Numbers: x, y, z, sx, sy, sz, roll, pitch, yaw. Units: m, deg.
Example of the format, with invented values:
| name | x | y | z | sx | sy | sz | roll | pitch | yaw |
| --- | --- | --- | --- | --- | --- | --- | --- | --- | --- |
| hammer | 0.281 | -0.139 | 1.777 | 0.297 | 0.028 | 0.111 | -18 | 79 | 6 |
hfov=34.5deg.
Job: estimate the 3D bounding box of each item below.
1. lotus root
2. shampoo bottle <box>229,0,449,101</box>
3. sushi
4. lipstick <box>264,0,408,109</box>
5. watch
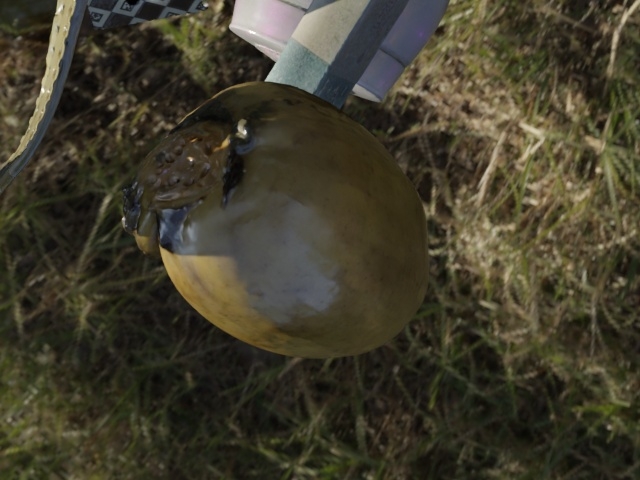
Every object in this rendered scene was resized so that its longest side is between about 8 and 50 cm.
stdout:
| name | x | y | z | sx | sy | sz | roll | pitch | yaw |
| --- | --- | --- | --- | --- | --- | --- | --- | --- | --- |
| lotus root | 0.000 | 0.000 | 0.762 | 0.183 | 0.182 | 0.310 | -9 | 157 | 30 |
| shampoo bottle | 0.031 | -0.337 | 1.360 | 0.273 | 0.273 | 0.266 | 25 | 96 | 9 |
| sushi | -0.188 | -0.279 | 1.080 | 0.126 | 0.026 | 0.120 | -12 | 151 | -5 |
| lipstick | 0.057 | -0.274 | 1.080 | 0.068 | 0.066 | 0.317 | 41 | 106 | 29 |
| watch | -0.240 | -0.129 | 0.640 | 0.165 | 0.102 | 0.268 | 17 | 93 | -21 |
